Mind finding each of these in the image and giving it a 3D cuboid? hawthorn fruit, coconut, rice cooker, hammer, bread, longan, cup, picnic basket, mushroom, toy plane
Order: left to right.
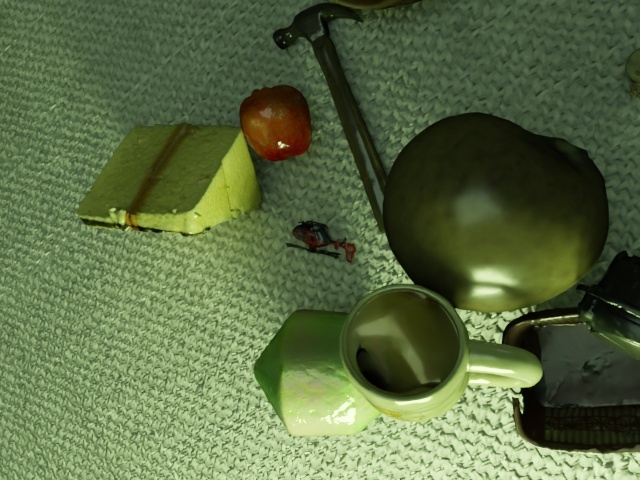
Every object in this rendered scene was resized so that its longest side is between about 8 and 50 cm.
[{"bbox_3d":[-0.272,-0.069,1.185,0.263,0.236,0.198,5,137,24],"label":"bread"},{"bbox_3d":[-0.081,-0.210,1.178,0.133,0.133,0.138,-29,88,20],"label":"hawthorn fruit"},{"bbox_3d":[-0.002,0.229,1.103,0.236,0.204,0.236,2,105,9],"label":"coconut"},{"bbox_3d":[0.000,0.000,1.192,0.145,0.037,0.060,15,100,24],"label":"toy plane"},{"bbox_3d":[0.053,-0.222,1.167,0.168,0.044,0.440,-23,82,23],"label":"hammer"},{"bbox_3d":[0.164,0.153,0.917,0.255,0.202,0.173,-18,66,6],"label":"cup"},{"bbox_3d":[0.247,-0.038,0.945,0.319,0.319,0.319,0,90,23],"label":"longan"},{"bbox_3d":[0.432,0.196,0.957,0.297,0.129,0.222,-8,88,23],"label":"picnic basket"},{"bbox_3d":[0.495,-0.246,0.969,0.085,0.085,0.079,38,138,19],"label":"mushroom"},{"bbox_3d":[0.426,0.097,0.814,0.203,0.142,0.118,28,89,18],"label":"rice cooker"}]

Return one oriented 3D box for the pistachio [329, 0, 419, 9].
[{"bbox_3d":[0.089,-0.490,1.090,0.288,0.166,0.197,21,74,26],"label":"pistachio"}]
